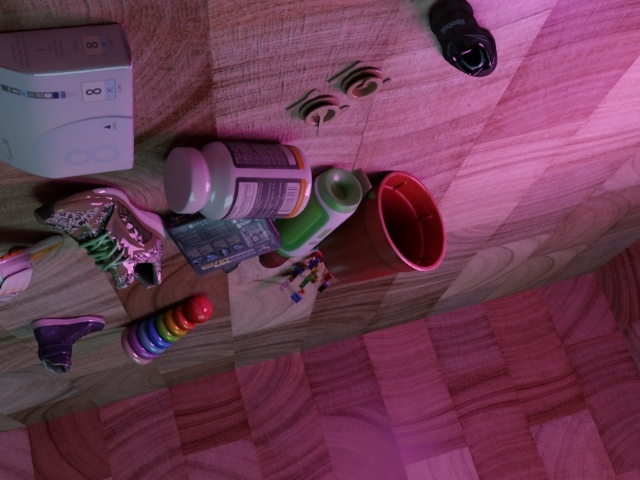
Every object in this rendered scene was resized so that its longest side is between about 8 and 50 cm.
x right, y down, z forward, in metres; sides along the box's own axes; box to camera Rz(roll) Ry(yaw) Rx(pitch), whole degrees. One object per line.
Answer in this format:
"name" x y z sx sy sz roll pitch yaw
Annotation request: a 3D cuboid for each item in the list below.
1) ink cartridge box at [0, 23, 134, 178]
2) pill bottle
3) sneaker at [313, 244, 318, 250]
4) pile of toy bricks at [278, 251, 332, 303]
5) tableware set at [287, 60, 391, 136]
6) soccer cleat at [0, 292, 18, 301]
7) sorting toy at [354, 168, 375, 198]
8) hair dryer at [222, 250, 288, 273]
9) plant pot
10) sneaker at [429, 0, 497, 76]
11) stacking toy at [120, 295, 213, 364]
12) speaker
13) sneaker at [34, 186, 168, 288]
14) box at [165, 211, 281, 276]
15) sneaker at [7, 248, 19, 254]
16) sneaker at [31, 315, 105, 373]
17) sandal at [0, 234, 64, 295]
"ink cartridge box" -0.492 -0.195 1.171 0.384 0.091 0.308 -12 160 -19
"pill bottle" -0.170 -0.123 1.538 0.278 0.162 0.162 -2 156 -36
"sneaker" 0.000 0.000 2.207 0.162 0.064 0.073 -2 173 -28
"pile of toy bricks" -0.028 0.114 2.433 0.212 0.118 0.105 -43 -178 34
"tableware set" 0.044 -0.276 1.482 0.194 0.039 0.128 -28 158 29
"soccer cleat" -0.808 0.114 1.796 0.076 0.068 0.196 -27 166 13
"sorting toy" 0.110 -0.133 1.871 0.012 0.083 0.062 -18 163 -30
"hair dryer" -0.168 0.026 2.073 0.293 0.080 0.223 -19 160 3
"plant pot" 0.151 -0.012 2.004 0.272 0.273 0.265 3 160 -45
"sneaker" 0.276 -0.348 1.390 0.101 0.106 0.267 -27 160 23
"stacking toy" -0.496 0.279 2.446 0.330 0.141 0.141 -32 157 19
"speaker" -0.018 -0.065 1.879 0.131 0.131 0.296 -4 157 -34
"sneaker" -0.450 0.009 1.625 0.158 0.182 0.410 -23 160 16
"box" -0.234 -0.020 1.817 0.232 0.059 0.183 -20 134 8
"sneaker" -0.718 0.068 1.755 0.061 0.054 0.152 -2 155 -44
"sneaker" -0.750 0.316 2.252 0.226 0.164 0.086 -1 153 -43
"sandal" -0.653 0.066 1.628 0.102 0.076 0.265 -36 180 40
